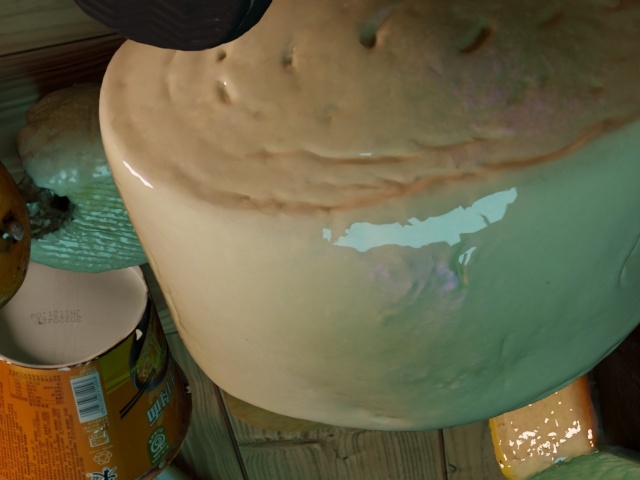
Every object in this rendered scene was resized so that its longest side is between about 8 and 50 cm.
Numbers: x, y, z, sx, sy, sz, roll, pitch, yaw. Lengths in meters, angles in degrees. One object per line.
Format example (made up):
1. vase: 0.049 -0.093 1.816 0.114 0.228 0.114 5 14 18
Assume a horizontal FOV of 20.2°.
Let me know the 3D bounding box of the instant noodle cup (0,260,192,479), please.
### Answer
1. instant noodle cup: -0.246 0.116 1.749 0.230 0.230 0.182 -8 137 -5

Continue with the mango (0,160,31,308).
1. mango: -0.418 -0.020 1.483 0.384 0.199 0.221 1 151 14

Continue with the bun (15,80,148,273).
1. bun: -0.190 -0.064 1.561 0.212 0.127 0.204 -28 144 34

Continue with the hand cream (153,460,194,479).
1. hand cream: -0.222 0.291 2.127 0.147 0.093 0.306 -17 145 19

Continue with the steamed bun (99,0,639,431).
1. steamed bun: 0.087 -0.041 1.353 0.455 0.290 0.371 -17 151 -3

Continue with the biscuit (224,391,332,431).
1. biscuit: 0.018 0.117 1.969 0.275 0.052 0.355 6 143 -24

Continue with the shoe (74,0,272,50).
1. shoe: -0.075 -0.320 1.105 0.171 0.237 0.384 9 134 2

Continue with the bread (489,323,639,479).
1. bread: 0.269 0.110 1.786 0.143 0.333 0.323 -26 148 26
